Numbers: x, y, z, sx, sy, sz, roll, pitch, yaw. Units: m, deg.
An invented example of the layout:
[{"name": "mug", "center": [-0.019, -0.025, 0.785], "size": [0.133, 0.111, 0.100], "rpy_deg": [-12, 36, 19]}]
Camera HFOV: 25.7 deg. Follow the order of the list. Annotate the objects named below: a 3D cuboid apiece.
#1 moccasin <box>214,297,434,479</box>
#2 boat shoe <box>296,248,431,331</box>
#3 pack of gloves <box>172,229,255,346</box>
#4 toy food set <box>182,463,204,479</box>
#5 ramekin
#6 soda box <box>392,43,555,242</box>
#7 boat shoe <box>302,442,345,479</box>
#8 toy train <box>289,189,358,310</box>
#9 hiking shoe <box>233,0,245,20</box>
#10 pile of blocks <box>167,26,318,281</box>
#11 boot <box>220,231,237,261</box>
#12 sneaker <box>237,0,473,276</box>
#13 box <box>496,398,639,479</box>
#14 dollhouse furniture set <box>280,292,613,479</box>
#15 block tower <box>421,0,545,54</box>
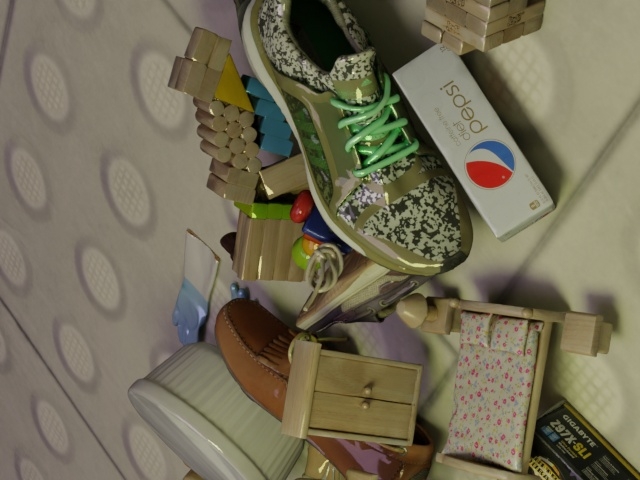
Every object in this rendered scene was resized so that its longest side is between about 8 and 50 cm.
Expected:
[{"name": "moccasin", "center": [0.001, 0.193, 1.881], "size": [0.380, 0.139, 0.147], "rpy_deg": [43, 126, 34]}, {"name": "boat shoe", "center": [0.058, 0.062, 1.761], "size": [0.092, 0.102, 0.285], "rpy_deg": [33, 145, -9]}, {"name": "pack of gloves", "center": [-0.173, 0.130, 2.147], "size": [0.195, 0.046, 0.232], "rpy_deg": [41, 138, 29]}, {"name": "toy food set", "center": [-0.131, 0.404, 2.238], "size": [0.232, 0.104, 0.111], "rpy_deg": [47, 130, -4]}, {"name": "ramekin", "center": [-0.142, 0.265, 2.046], "size": [0.273, 0.127, 0.273], "rpy_deg": [37, 161, 16]}, {"name": "soda box", "center": [0.167, -0.107, 1.518], "size": [0.216, 0.074, 0.069], "rpy_deg": [59, -172, 11]}, {"name": "boat shoe", "center": [0.006, 0.323, 2.000], "size": [0.068, 0.072, 0.190], "rpy_deg": [12, 119, 49]}, {"name": "toy train", "center": [0.000, 0.000, 1.696], "size": [0.105, 0.248, 0.143], "rpy_deg": [26, 153, -6]}, {"name": "hiking shoe", "center": [-0.043, -0.248, 1.742], "size": [0.226, 0.086, 0.114], "rpy_deg": [65, 161, 7]}, {"name": "pile of blocks", "center": [-0.092, -0.115, 1.830], "size": [0.113, 0.149, 0.362], "rpy_deg": [33, 142, 66]}, {"name": "boot", "center": [-0.082, 0.010, 1.955], "size": [0.114, 0.106, 0.037], "rpy_deg": [-137, 49, -74]}, {"name": "sneaker", "center": [0.036, -0.142, 1.567], "size": [0.410, 0.158, 0.182], "rpy_deg": [57, 170, 10]}, {"name": "box", "center": [0.327, 0.384, 1.615], "size": [0.322, 0.079, 0.257], "rpy_deg": [46, 138, 26]}, {"name": "dollhouse furniture set", "center": [0.124, 0.210, 1.578], "size": [0.356, 0.174, 0.303], "rpy_deg": [3, 83, 56]}, {"name": "block tower", "center": [0.179, -0.347, 1.368], "size": [0.091, 0.097, 0.335], "rpy_deg": [36, 137, 35]}]
